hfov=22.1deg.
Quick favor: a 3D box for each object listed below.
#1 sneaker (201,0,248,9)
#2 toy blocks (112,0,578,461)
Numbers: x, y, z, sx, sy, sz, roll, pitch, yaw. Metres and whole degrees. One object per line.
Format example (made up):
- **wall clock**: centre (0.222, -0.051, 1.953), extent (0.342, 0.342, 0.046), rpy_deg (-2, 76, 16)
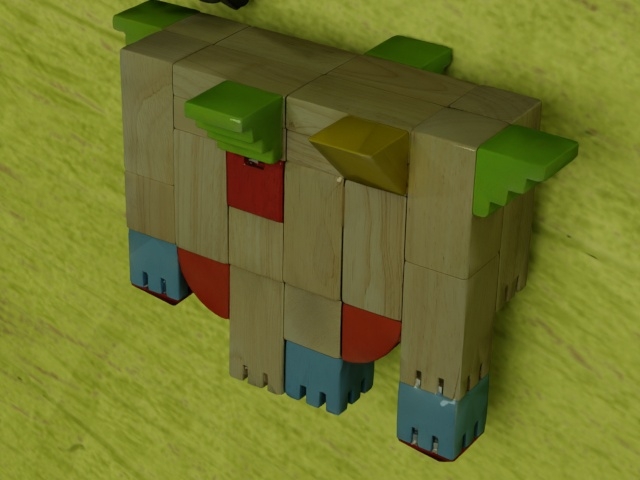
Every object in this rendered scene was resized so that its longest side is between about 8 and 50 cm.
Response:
- **sneaker**: centre (-0.129, -0.231, 1.245), extent (0.227, 0.087, 0.130), rpy_deg (-8, 91, 29)
- **toy blocks**: centre (0.000, 0.000, 1.182), extent (0.381, 0.190, 0.261), rpy_deg (18, 123, 28)
